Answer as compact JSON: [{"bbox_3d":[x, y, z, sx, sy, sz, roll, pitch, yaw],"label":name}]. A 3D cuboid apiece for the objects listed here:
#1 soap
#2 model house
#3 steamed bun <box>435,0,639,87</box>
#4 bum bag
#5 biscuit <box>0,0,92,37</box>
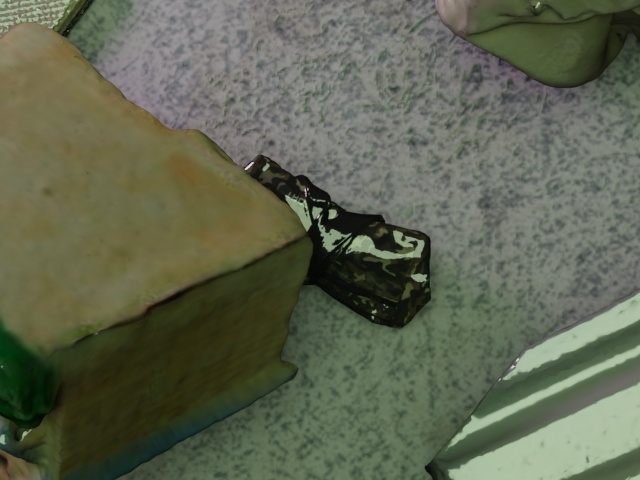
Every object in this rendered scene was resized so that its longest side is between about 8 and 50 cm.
[{"bbox_3d":[0.329,0.216,1.589,0.435,0.213,0.350,-27,85,0],"label":"soap"},{"bbox_3d":[-0.261,0.053,1.572,0.334,0.342,0.382,-27,58,-34],"label":"model house"},{"bbox_3d":[0.268,-0.311,1.608,0.255,0.367,0.342,26,46,-17],"label":"steamed bun"},{"bbox_3d":[0.000,-0.001,1.701,0.248,0.069,0.102,24,121,4],"label":"bum bag"},{"bbox_3d":[-0.330,-0.222,1.758,0.121,0.040,0.199,35,87,8],"label":"biscuit"}]
